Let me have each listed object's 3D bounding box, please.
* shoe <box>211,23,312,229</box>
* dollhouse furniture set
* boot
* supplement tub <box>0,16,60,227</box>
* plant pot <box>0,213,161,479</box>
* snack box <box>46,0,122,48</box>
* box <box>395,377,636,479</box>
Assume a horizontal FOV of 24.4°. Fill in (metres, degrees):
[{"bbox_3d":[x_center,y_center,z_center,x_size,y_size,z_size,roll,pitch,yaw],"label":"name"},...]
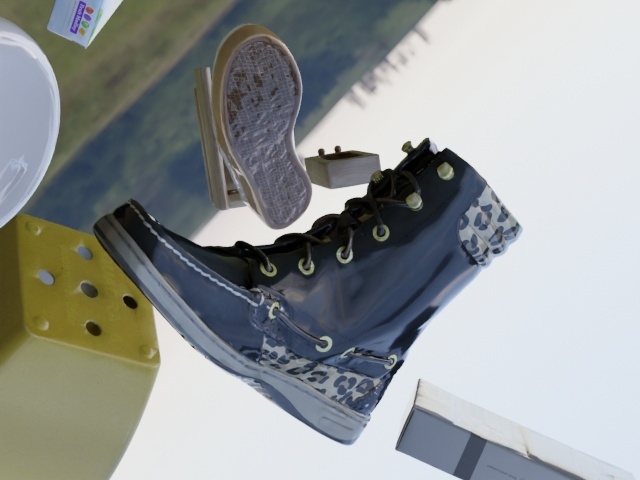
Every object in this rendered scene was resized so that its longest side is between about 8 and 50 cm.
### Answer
[{"bbox_3d":[-0.055,-0.091,1.158,0.076,0.058,0.219,-33,146,-17],"label":"shoe"},{"bbox_3d":[-0.034,-0.105,1.343,0.151,0.123,0.144,-10,-173,-9],"label":"dollhouse furniture set"},{"bbox_3d":[0.000,0.000,0.845,0.178,0.236,0.085,-47,-139,2],"label":"boot"},{"bbox_3d":[-0.269,-0.092,0.889,0.144,0.199,0.144,-33,137,-37],"label":"supplement tub"},{"bbox_3d":[-0.267,0.098,1.405,0.187,0.212,0.212,-45,-138,33],"label":"plant pot"},{"bbox_3d":[-0.147,-0.222,1.068,0.141,0.037,0.100,-61,-178,40],"label":"snack box"},{"bbox_3d":[0.149,0.165,1.104,0.145,0.186,0.038,-33,146,-84],"label":"box"}]
